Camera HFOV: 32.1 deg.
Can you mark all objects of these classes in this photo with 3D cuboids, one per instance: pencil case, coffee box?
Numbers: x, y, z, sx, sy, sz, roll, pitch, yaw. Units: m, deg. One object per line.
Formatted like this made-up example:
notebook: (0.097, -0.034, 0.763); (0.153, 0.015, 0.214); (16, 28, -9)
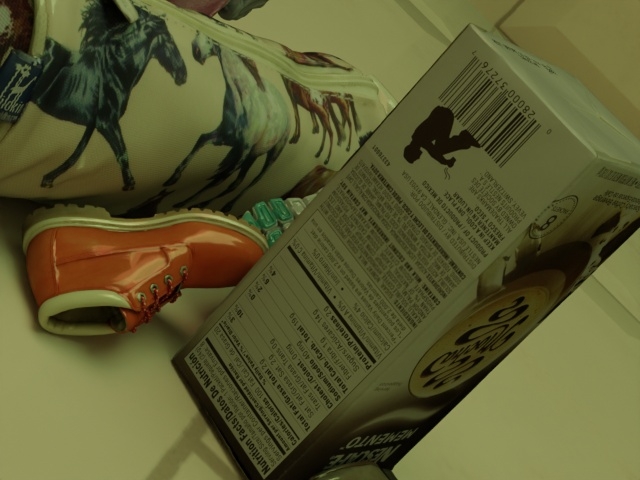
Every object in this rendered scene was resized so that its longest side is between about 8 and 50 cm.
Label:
pencil case: (-0.105, -0.096, 0.777); (0.410, 0.183, 0.160); (11, 52, -55)
coffee box: (0.067, 0.023, 0.722); (0.119, 0.297, 0.168); (52, 24, 24)

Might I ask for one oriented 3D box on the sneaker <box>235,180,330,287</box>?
sneaker: (0.000, 0.000, 0.820); (0.166, 0.076, 0.065); (-11, 59, -35)

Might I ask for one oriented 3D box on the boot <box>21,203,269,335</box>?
boot: (-0.104, 0.025, 0.696); (0.157, 0.059, 0.085); (0, 46, -19)

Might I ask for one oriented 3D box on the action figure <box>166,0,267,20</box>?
action figure: (-0.228, -0.300, 1.000); (0.370, 0.248, 0.276); (23, 72, -20)

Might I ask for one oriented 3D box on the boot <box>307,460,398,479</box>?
boot: (0.043, 0.192, 0.730); (0.118, 0.042, 0.087); (11, 42, -53)
